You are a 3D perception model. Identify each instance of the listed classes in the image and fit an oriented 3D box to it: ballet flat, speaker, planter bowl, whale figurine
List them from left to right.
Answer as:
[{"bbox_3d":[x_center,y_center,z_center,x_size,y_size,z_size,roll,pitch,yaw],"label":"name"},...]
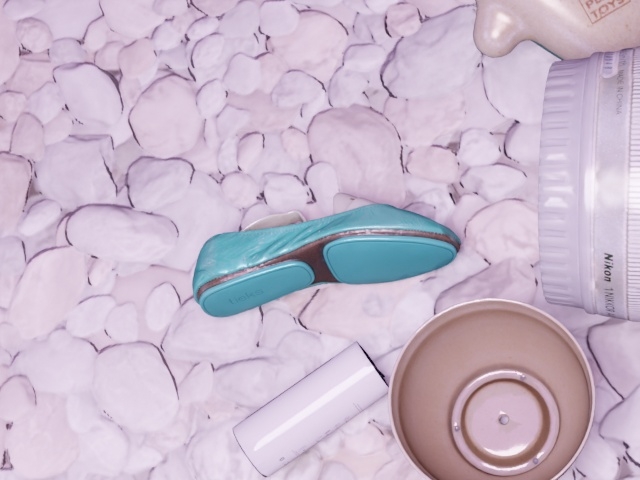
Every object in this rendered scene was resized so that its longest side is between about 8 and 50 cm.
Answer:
[{"bbox_3d":[-0.006,0.147,1.095,0.136,0.055,0.055,-35,66,2],"label":"speaker"},{"bbox_3d":[0.000,0.000,1.134,0.247,0.083,0.087,-13,54,9],"label":"ballet flat"},{"bbox_3d":[0.144,0.139,1.026,0.162,0.109,0.162,-5,70,13],"label":"planter bowl"},{"bbox_3d":[0.234,-0.226,1.137,0.216,0.141,0.272,-32,91,3],"label":"whale figurine"}]

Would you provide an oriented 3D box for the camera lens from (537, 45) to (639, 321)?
[{"bbox_3d":[0.318,-0.043,0.982,0.274,0.219,0.219,2,72,16],"label":"camera lens"}]
